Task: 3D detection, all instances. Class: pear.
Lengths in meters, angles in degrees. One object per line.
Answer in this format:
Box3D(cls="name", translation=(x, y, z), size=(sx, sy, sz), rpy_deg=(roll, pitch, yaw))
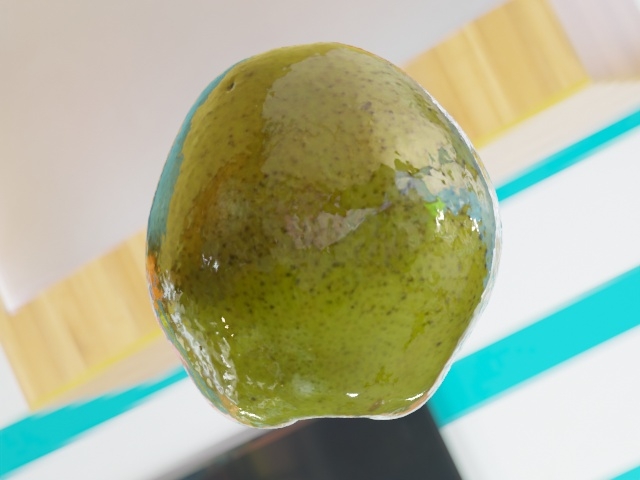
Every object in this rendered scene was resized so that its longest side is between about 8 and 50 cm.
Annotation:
Box3D(cls="pear", translation=(0.001, 0.000, 0.954), size=(0.198, 0.198, 0.198), rpy_deg=(-25, 171, -4))
